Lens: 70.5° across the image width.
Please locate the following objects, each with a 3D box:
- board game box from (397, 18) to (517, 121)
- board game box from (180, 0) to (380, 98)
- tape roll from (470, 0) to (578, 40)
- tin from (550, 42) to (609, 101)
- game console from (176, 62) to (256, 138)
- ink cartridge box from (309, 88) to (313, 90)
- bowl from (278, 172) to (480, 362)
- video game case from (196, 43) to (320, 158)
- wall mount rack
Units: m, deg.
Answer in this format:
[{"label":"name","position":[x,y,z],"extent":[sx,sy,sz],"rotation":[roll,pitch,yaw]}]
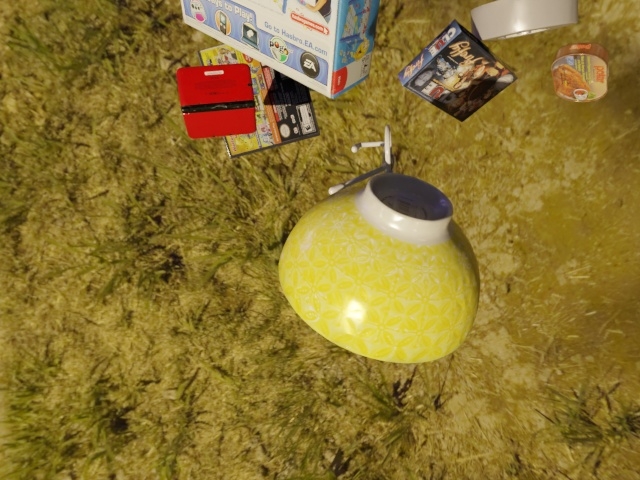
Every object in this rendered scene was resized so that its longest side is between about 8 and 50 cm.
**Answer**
[{"label":"board game box","position":[0.320,-0.380,1.049],"extent":[0.165,0.243,0.042],"rotation":[-38,53,38]},{"label":"board game box","position":[-0.063,-0.380,0.553],"extent":[0.308,0.302,0.086],"rotation":[35,54,23]},{"label":"tape roll","position":[0.451,-0.499,1.012],"extent":[0.219,0.219,0.072],"rotation":[-6,107,14]},{"label":"tin","position":[0.571,-0.365,0.991],"extent":[0.106,0.189,0.040],"rotation":[17,84,34]},{"label":"game console","position":[-0.208,-0.282,0.920],"extent":[0.144,0.085,0.124],"rotation":[-8,92,-10]},{"label":"ink cartridge box","position":[0.001,-0.542,1.457],"extent":[0.109,0.062,0.209],"rotation":[11,39,35]},{"label":"bowl","position":[0.098,0.003,0.619],"extent":[0.289,0.289,0.156],"rotation":[31,127,20]},{"label":"video game case","position":[-0.153,-0.374,1.162],"extent":[0.248,0.035,0.275],"rotation":[-14,106,3]},{"label":"wall mount rack","position":[0.118,-0.093,1.117],"extent":[0.130,0.304,0.350],"rotation":[-1,121,14]}]
